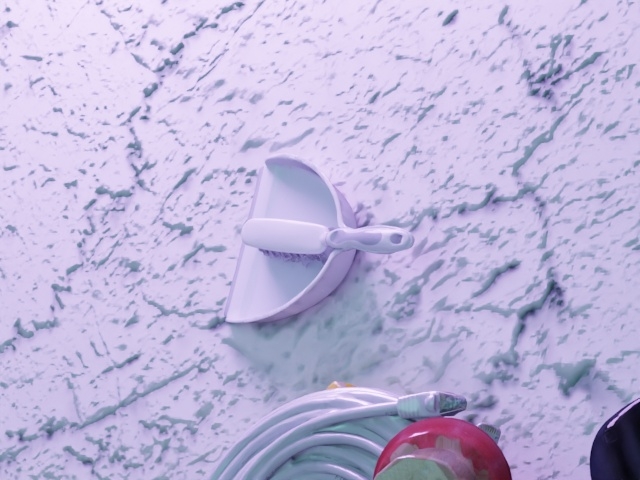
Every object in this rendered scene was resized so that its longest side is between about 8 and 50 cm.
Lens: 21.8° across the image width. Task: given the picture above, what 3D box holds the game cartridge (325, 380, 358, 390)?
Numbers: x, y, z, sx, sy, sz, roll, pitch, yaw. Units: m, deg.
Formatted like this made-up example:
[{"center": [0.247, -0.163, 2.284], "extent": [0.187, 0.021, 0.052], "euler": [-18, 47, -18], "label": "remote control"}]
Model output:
[{"center": [0.024, 0.310, 1.212], "extent": [0.285, 0.052, 0.324], "euler": [-51, 54, 10], "label": "game cartridge"}]

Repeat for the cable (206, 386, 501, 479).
[{"center": [0.016, 0.230, 1.157], "extent": [0.257, 0.089, 0.257], "euler": [1, 76, 36], "label": "cable"}]

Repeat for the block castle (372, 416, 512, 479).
[{"center": [0.128, 0.342, 0.944], "extent": [0.453, 0.213, 0.303], "euler": [43, 94, 10], "label": "block castle"}]

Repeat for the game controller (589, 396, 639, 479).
[{"center": [0.319, 0.118, 1.038], "extent": [0.319, 0.067, 0.166], "euler": [-31, 42, 19], "label": "game controller"}]

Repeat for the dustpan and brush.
[{"center": [0.000, 0.000, 1.329], "extent": [0.211, 0.060, 0.147], "euler": [5, 77, 37], "label": "dustpan and brush"}]
